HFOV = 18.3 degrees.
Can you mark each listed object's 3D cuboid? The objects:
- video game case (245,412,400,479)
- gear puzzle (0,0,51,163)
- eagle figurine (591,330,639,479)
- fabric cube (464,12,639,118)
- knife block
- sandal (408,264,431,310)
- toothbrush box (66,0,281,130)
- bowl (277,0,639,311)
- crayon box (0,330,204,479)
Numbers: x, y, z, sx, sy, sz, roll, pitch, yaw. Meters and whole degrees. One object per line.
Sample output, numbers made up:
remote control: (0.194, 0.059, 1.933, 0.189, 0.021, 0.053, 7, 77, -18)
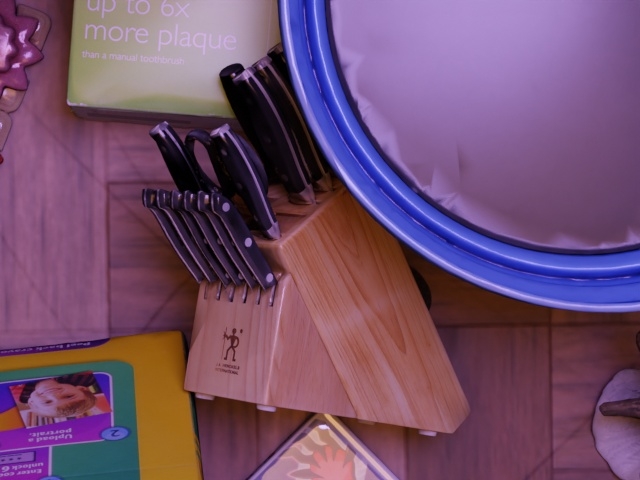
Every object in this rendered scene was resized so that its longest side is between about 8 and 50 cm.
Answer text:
video game case: (0.008, 0.257, 1.482, 0.183, 0.023, 0.201, -45, 92, -3)
gear puzzle: (-0.333, -0.041, 1.448, 0.175, 0.044, 0.339, 21, 88, -4)
eagle figurine: (0.369, 0.106, 1.452, 0.298, 0.225, 0.226, -17, 136, -33)
fabric cube: (0.235, -0.187, 1.384, 0.254, 0.259, 0.258, 19, 89, -5)
knife block: (0.000, 0.000, 1.367, 0.276, 0.088, 0.242, 14, 85, -43)
sandal: (-0.003, 0.054, 1.468, 0.179, 0.040, 0.067, -15, 106, -19)
toothbrush box: (-0.069, -0.223, 1.432, 0.206, 0.122, 0.283, 5, 88, -4)
bowl: (0.167, -0.153, 1.216, 0.391, 0.077, 0.391, 0, 93, -4)
crayon box: (-0.255, 0.186, 1.313, 0.363, 0.313, 0.106, -7, 113, -4)
